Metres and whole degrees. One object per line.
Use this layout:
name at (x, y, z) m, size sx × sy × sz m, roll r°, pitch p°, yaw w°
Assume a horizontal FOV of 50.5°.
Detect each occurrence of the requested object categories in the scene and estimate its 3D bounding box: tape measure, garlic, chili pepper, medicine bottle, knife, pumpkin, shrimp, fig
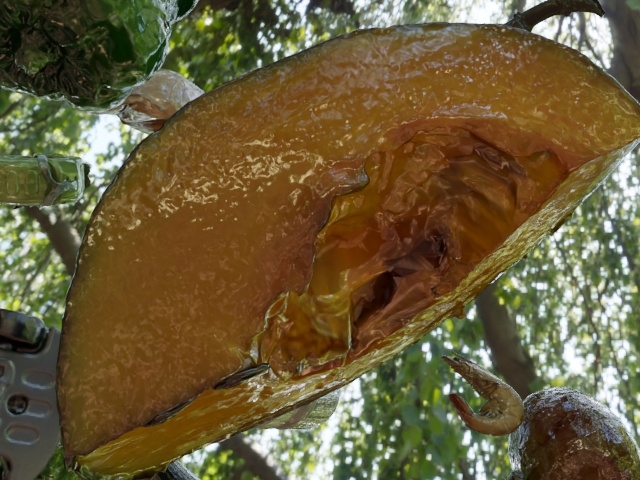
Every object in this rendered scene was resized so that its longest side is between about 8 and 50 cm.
tape measure at (-0.434, -0.090, 1.037) m, size 0.154 × 0.177 × 0.088 m, roll 0°, pitch -83°, yaw -17°
garlic at (-0.237, -0.208, 1.082) m, size 0.228 × 0.110 × 0.217 m, roll 23°, pitch 1°, yaw 39°
chili pepper at (-0.193, -0.275, 0.618) m, size 0.213 × 0.385 × 0.167 m, roll -11°, pitch -36°, yaw 24°
medicine bottle at (-0.049, 0.195, 0.891) m, size 0.105 × 0.105 × 0.168 m, roll -4°, pitch -16°, yaw 23°
knife at (0.237, -0.255, 0.811) m, size 0.222 × 0.021 × 0.046 m, roll -21°, pitch -84°, yaw -7°
pumpkin at (0.000, 0.000, 0.389) m, size 0.312 × 0.148 × 0.169 m, roll -27°, pitch -20°, yaw -1°
shrimp at (0.240, 0.243, 1.063) m, size 0.162 × 0.095 × 0.045 m, roll 36°, pitch -12°, yaw 27°
fig at (0.397, 0.354, 1.087) m, size 0.214 × 0.235 × 0.235 m, roll -39°, pitch -62°, yaw 13°

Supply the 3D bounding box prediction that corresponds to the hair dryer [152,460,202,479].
hair dryer at (-0.225, 0.447, 1.113) m, size 0.235 × 0.091 × 0.272 m, roll 45°, pitch -32°, yaw 16°

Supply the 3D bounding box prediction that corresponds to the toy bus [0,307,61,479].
toy bus at (-0.294, 0.101, 0.474) m, size 0.209 × 0.126 × 0.136 m, roll 21°, pitch -23°, yaw -32°

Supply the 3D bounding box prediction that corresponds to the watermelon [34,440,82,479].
watermelon at (-0.380, 0.246, 0.795) m, size 0.242 × 0.242 × 0.242 m, roll 10°, pitch -42°, yaw 9°
